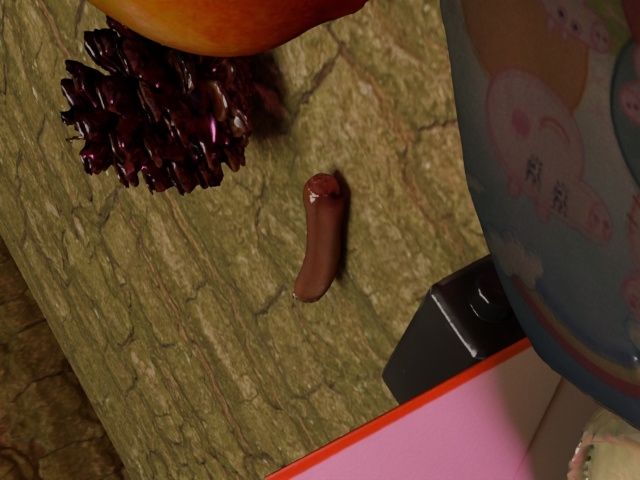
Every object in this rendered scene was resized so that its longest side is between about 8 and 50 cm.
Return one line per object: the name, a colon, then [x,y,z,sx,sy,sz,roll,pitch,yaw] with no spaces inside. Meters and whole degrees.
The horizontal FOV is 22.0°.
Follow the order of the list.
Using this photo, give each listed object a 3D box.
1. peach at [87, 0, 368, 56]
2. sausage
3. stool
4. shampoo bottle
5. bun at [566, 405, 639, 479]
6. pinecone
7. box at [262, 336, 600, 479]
peach: [-0.084,-0.291,1.218,0.332,0.308,0.308,47,158,-1]
sausage: [-0.001,-0.001,1.665,0.040,0.047,0.176,39,148,25]
stool: [0.237,-0.050,0.808,0.310,0.226,0.310,37,146,51]
shampoo bottle: [0.125,0.088,1.429,0.079,0.080,0.246,56,158,16]
bun: [0.283,0.189,1.073,0.259,0.152,0.259,47,155,30]
pinecone: [-0.166,-0.142,1.681,0.221,0.221,0.221,49,155,33]
box: [0.148,0.290,1.276,0.348,0.319,0.257,58,160,13]
